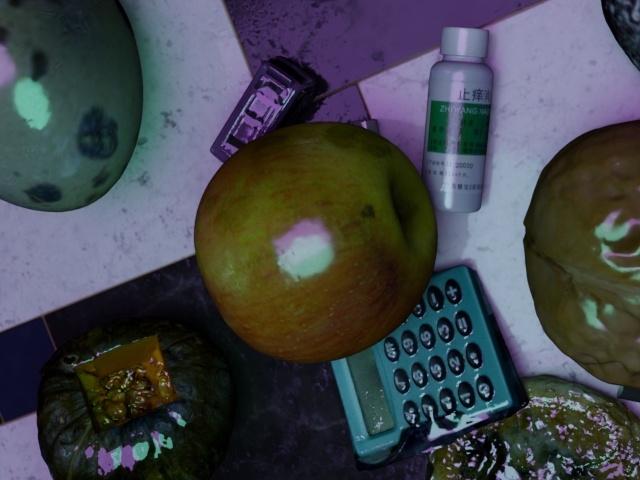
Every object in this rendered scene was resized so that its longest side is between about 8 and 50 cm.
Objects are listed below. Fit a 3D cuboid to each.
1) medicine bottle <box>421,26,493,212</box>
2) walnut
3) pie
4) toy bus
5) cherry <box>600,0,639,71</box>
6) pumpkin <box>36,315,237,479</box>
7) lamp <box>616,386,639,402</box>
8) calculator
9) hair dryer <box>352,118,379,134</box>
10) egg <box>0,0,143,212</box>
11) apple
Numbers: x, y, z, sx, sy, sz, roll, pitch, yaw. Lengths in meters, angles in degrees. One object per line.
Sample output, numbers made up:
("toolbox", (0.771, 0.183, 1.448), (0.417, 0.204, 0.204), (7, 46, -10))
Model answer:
("medicine bottle", (0.195, -0.172, 1.556), (0.095, 0.095, 0.260), (5, 98, 15))
("walnut", (0.454, 0.020, 1.395), (0.398, 0.308, 0.354), (17, 125, 20))
("pie", (0.340, 0.346, 1.590), (0.371, 0.078, 0.296), (11, 99, 15))
("toy bus", (-0.084, -0.185, 1.631), (0.087, 0.098, 0.178), (36, 105, 10))
("cherry", (0.493, -0.320, 1.391), (0.255, 0.218, 0.296), (-22, 101, 18))
("pumpkin", (-0.276, 0.258, 1.646), (0.320, 0.192, 0.320), (0, 54, 0))
("lamp", (0.472, 0.181, 1.554), (0.054, 0.041, 0.121), (21, 105, 4))
("calculator", (0.142, 0.185, 1.601), (0.274, 0.058, 0.248), (-22, 72, 18))
("hair dryer", (0.031, -0.145, 1.641), (0.124, 0.038, 0.063), (-6, 94, 24))
("egg", (-0.433, -0.247, 1.596), (0.345, 0.345, 0.428), (-28, 90, 17))
("apple", (0.000, 0.000, 1.506), (0.339, 0.339, 0.339), (2, 97, 16))
